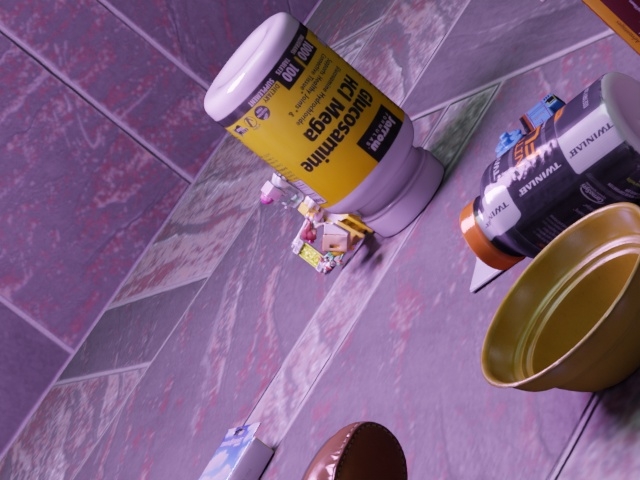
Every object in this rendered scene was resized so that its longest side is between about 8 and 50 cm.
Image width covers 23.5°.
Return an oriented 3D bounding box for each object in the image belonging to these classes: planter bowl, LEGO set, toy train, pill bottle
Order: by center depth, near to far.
[{"bbox_3d":[0.257,0.075,1.449,0.217,0.090,0.217,-47,15,17],"label":"planter bowl"},{"bbox_3d":[0.264,-0.064,1.676,0.245,0.130,0.130,-40,19,35],"label":"pill bottle"},{"bbox_3d":[0.270,-0.114,1.849,0.105,0.080,0.184,-43,9,11],"label":"toy train"},{"bbox_3d":[0.012,-0.159,2.227,0.188,0.334,0.188,-47,16,18],"label":"pill bottle"},{"bbox_3d":[0.000,0.000,2.326,0.107,0.132,0.287,-61,28,11],"label":"LEGO set"}]

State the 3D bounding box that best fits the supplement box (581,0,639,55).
[{"bbox_3d":[0.408,-0.341,1.791,0.194,0.191,0.129,-32,24,49],"label":"supplement box"}]

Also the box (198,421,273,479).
[{"bbox_3d":[-0.132,0.331,2.054,0.109,0.042,0.178,-23,32,59],"label":"box"}]

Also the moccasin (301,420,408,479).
[{"bbox_3d":[0.039,0.314,1.429,0.147,0.139,0.380,-40,19,33],"label":"moccasin"}]

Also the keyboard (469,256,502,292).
[{"bbox_3d":[0.268,-0.024,1.805,0.256,0.014,0.072,-40,24,36],"label":"keyboard"}]

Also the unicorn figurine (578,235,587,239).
[{"bbox_3d":[0.351,-0.039,1.531,0.162,0.060,0.111,-42,7,-35],"label":"unicorn figurine"}]
